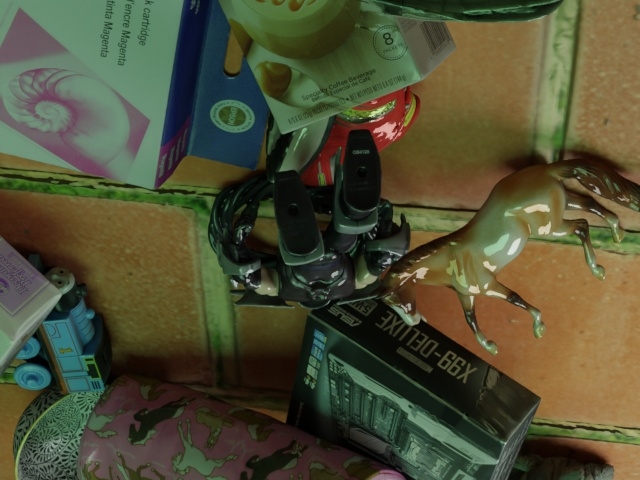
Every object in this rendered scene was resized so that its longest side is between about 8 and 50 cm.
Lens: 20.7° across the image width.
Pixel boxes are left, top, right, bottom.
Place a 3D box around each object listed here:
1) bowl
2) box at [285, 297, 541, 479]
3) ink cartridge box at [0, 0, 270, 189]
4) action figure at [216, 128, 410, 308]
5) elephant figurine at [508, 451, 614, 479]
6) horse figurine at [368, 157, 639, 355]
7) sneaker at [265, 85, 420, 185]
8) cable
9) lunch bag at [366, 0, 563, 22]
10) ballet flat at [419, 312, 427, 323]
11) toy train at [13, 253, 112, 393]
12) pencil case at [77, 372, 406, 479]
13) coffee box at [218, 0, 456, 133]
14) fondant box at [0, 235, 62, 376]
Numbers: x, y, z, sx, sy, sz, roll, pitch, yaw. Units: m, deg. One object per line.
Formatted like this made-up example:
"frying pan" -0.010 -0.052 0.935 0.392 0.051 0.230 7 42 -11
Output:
"bowl" -0.295 0.222 2.037 0.080 0.170 0.170 37 160 43
"box" 0.085 0.205 1.871 0.242 0.076 0.307 34 145 15
"ink cartridge box" -0.199 -0.187 1.589 0.330 0.071 0.324 13 138 -1
"action figure" 0.000 0.000 1.647 0.185 0.099 0.285 -15 163 -10
"elephant figurine" 0.269 0.307 1.992 0.169 0.186 0.239 -6 120 -34
"horse figurine" 0.190 0.005 1.678 0.263 0.066 0.174 -42 120 10
"sneaker" 0.042 -0.144 1.582 0.118 0.107 0.279 8 146 -21
"cable" -0.020 -0.015 1.766 0.185 0.047 0.150 -20 124 30
"lunch bag" 0.155 -0.295 1.260 0.287 0.235 0.169 -25 131 33
"ballet flat" 0.101 0.153 1.923 0.084 0.058 0.249 19 139 30
"toy train" -0.294 0.093 1.920 0.105 0.080 0.184 -6 134 6
"pencil case" -0.087 0.269 1.914 0.386 0.167 0.160 19 169 33
"coffee box" -0.012 -0.229 1.401 0.141 0.098 0.246 -20 103 29
"fondant box" -0.445 0.083 1.862 0.238 0.096 0.330 43 135 0
